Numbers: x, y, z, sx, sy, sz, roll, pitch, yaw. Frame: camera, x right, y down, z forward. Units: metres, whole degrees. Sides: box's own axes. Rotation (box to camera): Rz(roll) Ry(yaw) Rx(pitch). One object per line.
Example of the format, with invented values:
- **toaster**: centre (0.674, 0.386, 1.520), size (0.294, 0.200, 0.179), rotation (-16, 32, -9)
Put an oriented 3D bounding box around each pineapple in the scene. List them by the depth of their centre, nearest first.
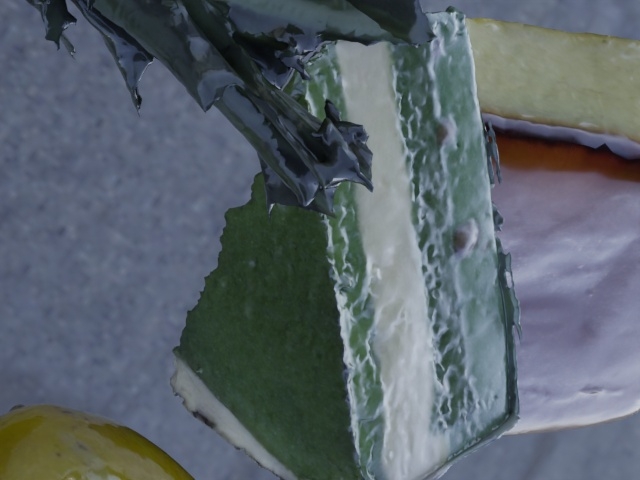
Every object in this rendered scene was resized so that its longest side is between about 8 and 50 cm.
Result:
- **pineapple**: centre (-0.099, -0.104, 0.577), size (0.130, 0.277, 0.119), rotation (-42, -152, 55)

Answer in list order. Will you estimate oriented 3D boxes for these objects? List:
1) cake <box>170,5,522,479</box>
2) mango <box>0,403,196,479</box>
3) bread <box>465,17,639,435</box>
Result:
- **cake**: centre (0.001, -0.005, 1.179), size (0.158, 0.172, 0.283), rotation (-27, 120, -39)
- **mango**: centre (-0.081, 0.180, 0.887), size (0.114, 0.251, 0.156), rotation (-34, -156, 25)
- **bread**: centre (0.154, 0.001, 1.401), size (0.324, 0.143, 0.333), rotation (3, 139, -24)
